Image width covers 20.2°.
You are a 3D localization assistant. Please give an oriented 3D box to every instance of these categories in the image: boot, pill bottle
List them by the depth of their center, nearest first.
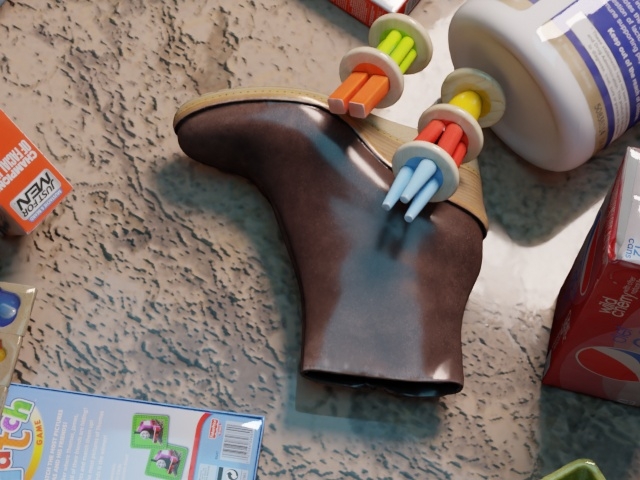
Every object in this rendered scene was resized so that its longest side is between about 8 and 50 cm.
[{"bbox_3d":[0.000,0.000,1.324,0.248,0.090,0.207,11,64,-3],"label":"boot"},{"bbox_3d":[0.241,-0.183,1.383,0.264,0.153,0.153,-36,74,-16],"label":"pill bottle"}]

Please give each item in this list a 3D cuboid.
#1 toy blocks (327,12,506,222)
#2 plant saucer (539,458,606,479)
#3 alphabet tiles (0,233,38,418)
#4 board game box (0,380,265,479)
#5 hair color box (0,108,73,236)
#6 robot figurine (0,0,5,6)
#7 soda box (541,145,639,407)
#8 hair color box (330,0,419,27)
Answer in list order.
[{"bbox_3d":[0.058,-0.087,1.304,0.123,0.054,0.148,36,46,-1],"label":"toy blocks"},{"bbox_3d":[0.141,0.266,1.151,0.188,0.045,0.188,-28,69,-10],"label":"plant saucer"},{"bbox_3d":[-0.316,0.093,1.293,0.198,0.009,0.237,7,66,13],"label":"alphabet tiles"},{"bbox_3d":[-0.155,0.190,1.266,0.211,0.039,0.160,8,67,0],"label":"board game box"},{"bbox_3d":[-0.264,-0.080,1.307,0.167,0.093,0.053,48,72,-15],"label":"hair color box"},{"bbox_3d":[-0.358,-0.207,1.396,0.291,0.085,0.211,-36,73,-17],"label":"robot figurine"},{"bbox_3d":[0.222,0.034,1.231,0.092,0.263,0.083,13,69,3],"label":"soda box"},{"bbox_3d":[0.020,-0.233,1.450,0.141,0.043,0.072,35,70,10],"label":"hair color box"}]
